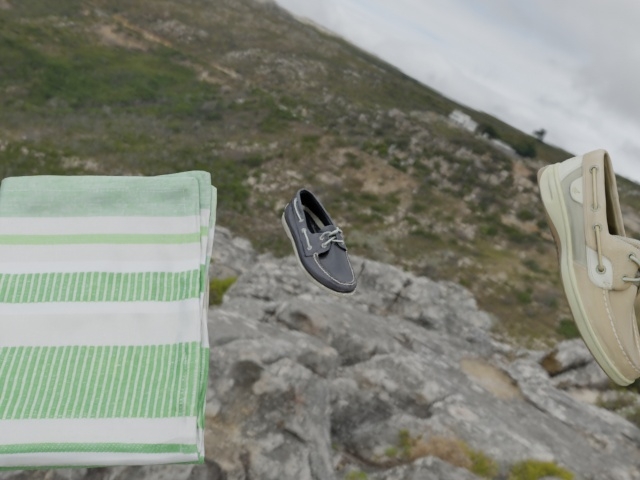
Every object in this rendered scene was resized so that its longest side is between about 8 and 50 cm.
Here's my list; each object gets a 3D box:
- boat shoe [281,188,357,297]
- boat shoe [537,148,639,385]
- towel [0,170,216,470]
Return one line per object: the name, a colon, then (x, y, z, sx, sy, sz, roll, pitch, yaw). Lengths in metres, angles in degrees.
boat shoe: (0.000, 0.000, 1.059, 0.075, 0.065, 0.206, -2, 42, -32)
boat shoe: (0.363, 0.028, 0.876, 0.109, 0.098, 0.302, 18, 56, -49)
towel: (-0.236, 0.072, 0.731, 0.248, 0.325, 0.038, -2, -25, -3)
